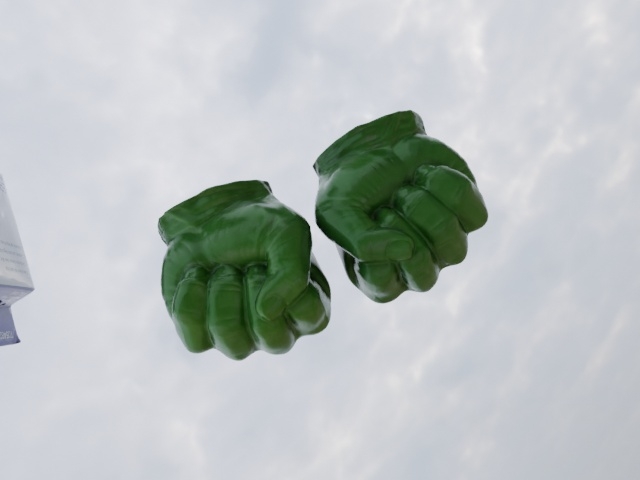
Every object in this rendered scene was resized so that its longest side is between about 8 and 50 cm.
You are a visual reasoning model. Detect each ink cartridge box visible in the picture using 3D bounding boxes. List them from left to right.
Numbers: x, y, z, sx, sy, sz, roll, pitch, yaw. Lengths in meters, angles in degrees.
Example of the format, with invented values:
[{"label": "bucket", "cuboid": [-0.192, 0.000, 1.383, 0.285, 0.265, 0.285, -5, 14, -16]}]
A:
[{"label": "ink cartridge box", "cuboid": [-0.393, 0.011, 0.747, 0.045, 0.224, 0.223, -16, -3, -7]}]

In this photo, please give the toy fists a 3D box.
[{"label": "toy fists", "cuboid": [0.000, 0.000, 0.543, 0.279, 0.142, 0.096, -23, -19, -3]}]
